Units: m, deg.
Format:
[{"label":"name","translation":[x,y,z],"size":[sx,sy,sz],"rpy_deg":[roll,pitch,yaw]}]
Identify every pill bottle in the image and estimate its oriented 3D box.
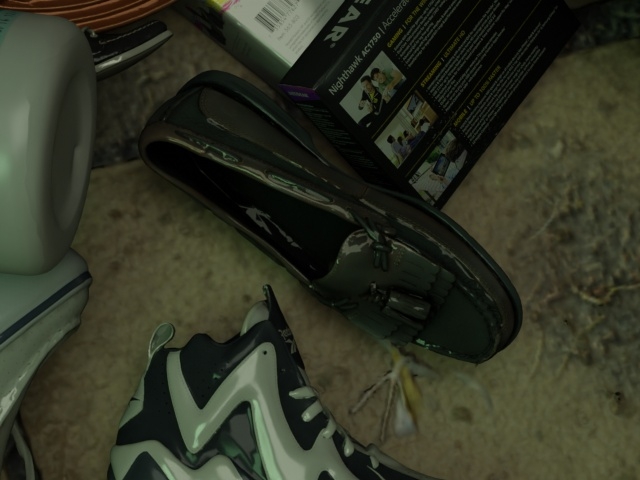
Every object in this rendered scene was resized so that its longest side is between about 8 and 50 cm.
[{"label":"pill bottle","translation":[-0.267,-0.066,0.990],"size":[0.264,0.146,0.146],"rpy_deg":[8,77,4]}]

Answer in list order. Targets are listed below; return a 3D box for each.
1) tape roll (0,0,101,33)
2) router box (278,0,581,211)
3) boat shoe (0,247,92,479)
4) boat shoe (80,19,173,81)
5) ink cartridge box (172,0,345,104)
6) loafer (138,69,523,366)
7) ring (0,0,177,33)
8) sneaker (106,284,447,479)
[{"label":"tape roll","translation":[-0.331,-0.162,1.123],"size":[0.392,0.072,0.392],"rpy_deg":[2,77,-8]},{"label":"router box","translation":[0.075,-0.122,1.154],"size":[0.179,0.046,0.133],"rpy_deg":[-52,123,-14]},{"label":"boat shoe","translation":[-0.229,0.174,1.036],"size":[0.156,0.136,0.367],"rpy_deg":[40,78,2]},{"label":"boat shoe","translation":[-0.151,-0.109,1.080],"size":[0.125,0.046,0.038],"rpy_deg":[-27,88,-5]},{"label":"ink cartridge box","translation":[-0.051,-0.190,1.173],"size":[0.181,0.061,0.104],"rpy_deg":[39,75,1]},{"label":"loafer","translation":[0.000,0.000,1.115],"size":[0.267,0.096,0.084],"rpy_deg":[36,37,7]},{"label":"ring","translation":[-0.184,-0.288,1.119],"size":[0.337,0.032,0.336],"rpy_deg":[2,77,-8]},{"label":"sneaker","translation":[-0.008,0.107,1.100],"size":[0.235,0.094,0.153],"rpy_deg":[7,86,4]}]
